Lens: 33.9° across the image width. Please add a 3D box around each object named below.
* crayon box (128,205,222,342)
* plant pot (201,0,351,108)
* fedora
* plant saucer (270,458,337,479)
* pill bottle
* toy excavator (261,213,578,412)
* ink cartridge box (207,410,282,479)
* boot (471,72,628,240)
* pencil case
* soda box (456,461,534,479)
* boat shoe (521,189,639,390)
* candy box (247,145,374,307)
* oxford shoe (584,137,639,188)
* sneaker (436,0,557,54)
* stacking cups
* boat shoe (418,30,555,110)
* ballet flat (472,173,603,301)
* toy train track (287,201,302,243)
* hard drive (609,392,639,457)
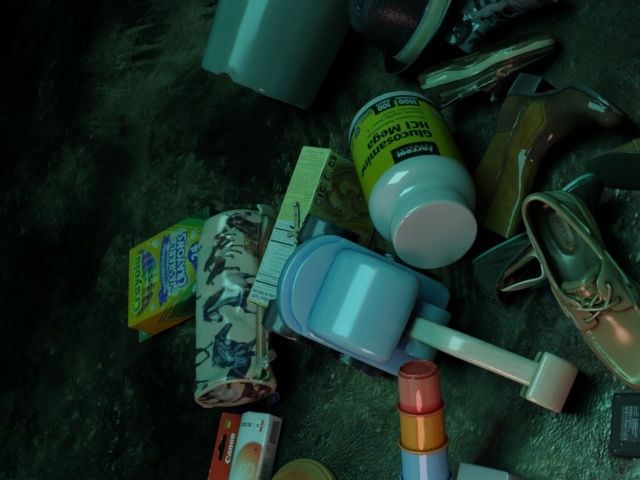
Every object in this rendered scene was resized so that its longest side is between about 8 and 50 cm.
[{"bbox_3d":[-0.334,0.081,2.371,0.323,0.083,0.203,-27,54,34],"label":"crayon box"},{"bbox_3d":[-0.081,-0.477,2.225,0.341,0.341,0.334,32,102,47],"label":"plant pot"},{"bbox_3d":[0.154,-0.497,2.041,0.334,0.152,0.334,-55,24,40],"label":"fedora"},{"bbox_3d":[-0.045,0.499,1.927,0.200,0.037,0.200,-21,57,36],"label":"plant saucer"},{"bbox_3d":[0.165,-0.107,1.841,0.188,0.188,0.334,-44,32,21],"label":"pill bottle"},{"bbox_3d":[0.150,0.145,1.738,0.222,0.433,0.445,-66,15,-2],"label":"toy excavator"},{"bbox_3d":[-0.162,0.411,2.078,0.179,0.045,0.145,-3,69,41],"label":"ink cartridge box"},{"bbox_3d":[0.364,-0.134,1.778,0.264,0.096,0.280,26,92,47],"label":"boot"},{"bbox_3d":[-0.163,0.130,2.124,0.183,0.160,0.410,-16,61,28],"label":"pencil case"},{"bbox_3d":[0.245,0.494,1.605,0.098,0.091,0.286,1,72,46],"label":"soda box"},{"bbox_3d":[0.404,0.077,1.570,0.121,0.110,0.341,-40,70,27],"label":"boat shoe"},{"bbox_3d":[0.000,0.000,2.006,0.087,0.183,0.316,11,80,47],"label":"candy box"},{"bbox_3d":[0.522,-0.136,1.659,0.212,0.076,0.076,-10,36,42],"label":"oxford shoe"},{"bbox_3d":[0.322,-0.415,1.950,0.268,0.101,0.153,15,83,53],"label":"sneaker"},{"bbox_3d":[0.164,0.341,1.645,0.096,0.096,0.316,10,110,46],"label":"stacking cups"},{"bbox_3d":[0.314,-0.305,1.925,0.257,0.095,0.095,-15,17,25],"label":"boat shoe"},{"bbox_3d":[0.370,0.008,1.718,0.280,0.095,0.096,-44,56,35],"label":"ballet flat"},{"bbox_3d":[-0.047,-0.034,1.922,0.048,0.014,0.083,-21,58,34],"label":"toy train track"},{"bbox_3d":[0.488,0.268,1.522,0.135,0.022,0.094,-8,66,42],"label":"hard drive"}]
